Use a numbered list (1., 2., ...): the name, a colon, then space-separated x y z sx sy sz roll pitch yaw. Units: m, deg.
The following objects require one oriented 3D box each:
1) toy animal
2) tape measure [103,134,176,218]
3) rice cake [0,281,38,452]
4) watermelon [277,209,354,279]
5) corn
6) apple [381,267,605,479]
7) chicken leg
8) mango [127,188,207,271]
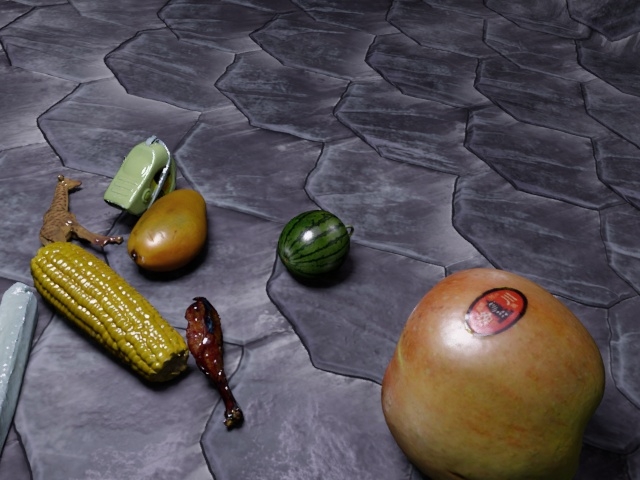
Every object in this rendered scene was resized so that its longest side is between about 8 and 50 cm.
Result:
1. toy animal: -0.515 -0.041 1.332 0.149 0.054 0.275 -23 51 -34
2. tape measure: -0.371 -0.127 1.376 0.087 0.154 0.178 21 73 17
3. rice cake: -0.514 0.207 1.049 0.062 0.066 0.336 2 42 -8
4. watermelon: 0.000 0.000 1.321 0.140 0.141 0.187 36 48 26
5. corn: -0.375 0.117 1.139 0.363 0.120 0.120 33 47 19
6. apple: 0.268 0.221 0.986 0.305 0.339 0.338 31 46 27
7. chicken leg: -0.185 0.194 1.106 0.051 0.106 0.253 -25 52 3
8. mango: -0.293 -0.025 1.313 0.138 0.113 0.253 11 35 7
